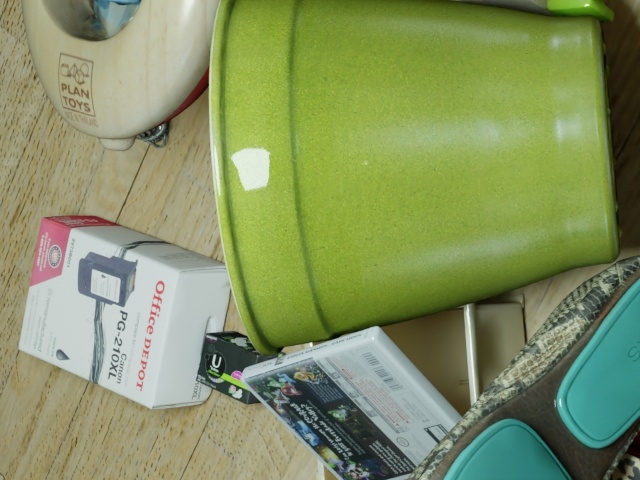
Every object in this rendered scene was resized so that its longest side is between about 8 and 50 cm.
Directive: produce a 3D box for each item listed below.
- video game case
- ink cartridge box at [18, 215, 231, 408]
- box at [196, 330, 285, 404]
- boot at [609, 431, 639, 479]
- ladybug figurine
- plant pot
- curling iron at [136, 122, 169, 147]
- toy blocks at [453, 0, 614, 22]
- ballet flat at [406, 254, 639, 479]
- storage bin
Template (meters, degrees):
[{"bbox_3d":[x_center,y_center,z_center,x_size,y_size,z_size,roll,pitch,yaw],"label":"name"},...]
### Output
[{"bbox_3d":[0.043,0.169,1.872,0.173,0.190,0.022,-20,35,36],"label":"video game case"},{"bbox_3d":[-0.234,0.082,2.270,0.237,0.100,0.172,19,103,36],"label":"ink cartridge box"},{"bbox_3d":[-0.092,0.146,2.191,0.083,0.052,0.062,21,104,37],"label":"box"},{"bbox_3d":[0.354,0.357,1.798,0.377,0.138,0.284,25,107,44],"label":"boot"},{"bbox_3d":[-0.175,-0.316,1.973,0.305,0.162,0.449,19,104,41],"label":"ladybug figurine"},{"bbox_3d":[0.106,-0.085,1.834,0.353,0.366,0.366,-5,87,10],"label":"plant pot"},{"bbox_3d":[-0.213,-0.247,2.289,0.068,0.035,0.274,-4,89,38],"label":"curling iron"},{"bbox_3d":[0.125,-0.347,1.952,0.381,0.191,0.261,-1,76,38],"label":"toy blocks"},{"bbox_3d":[0.187,0.194,1.759,0.164,0.483,0.182,52,143,-11],"label":"ballet flat"},{"bbox_3d":[0.091,0.195,2.005,0.260,0.123,0.262,-7,87,37],"label":"storage bin"}]
